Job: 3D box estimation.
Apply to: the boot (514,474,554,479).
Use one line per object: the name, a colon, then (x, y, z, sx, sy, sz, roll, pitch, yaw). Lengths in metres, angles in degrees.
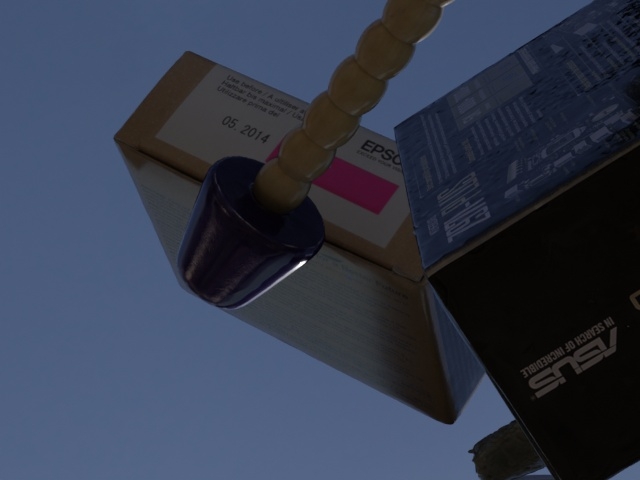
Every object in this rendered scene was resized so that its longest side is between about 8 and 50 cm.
boot: (0.079, 0.240, 1.179, 0.284, 0.377, 0.138, 174, -89, -73)

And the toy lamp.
toy lamp: (0.012, -0.070, 0.963, 0.080, 0.080, 0.274, 47, -60, 11)

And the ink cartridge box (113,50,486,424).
ink cartridge box: (0.000, 0.000, 1.175, 0.235, 0.088, 0.193, 26, -25, 23)

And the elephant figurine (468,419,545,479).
elephant figurine: (0.150, -0.014, 0.969, 0.169, 0.186, 0.239, -25, -103, 24)

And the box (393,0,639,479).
box: (0.105, -0.023, 0.532, 0.147, 0.180, 0.077, -32, -77, 8)
